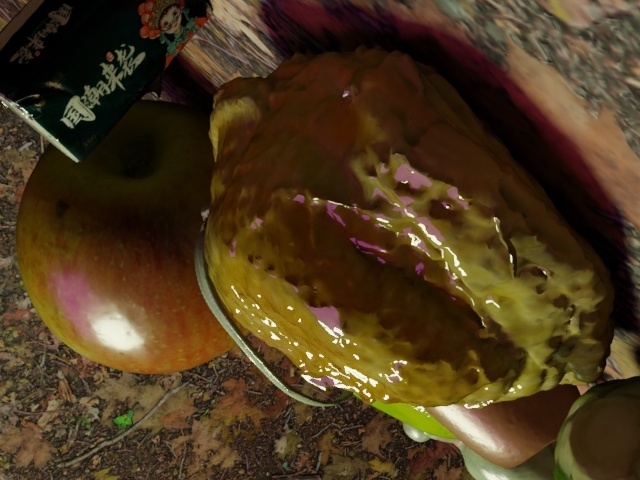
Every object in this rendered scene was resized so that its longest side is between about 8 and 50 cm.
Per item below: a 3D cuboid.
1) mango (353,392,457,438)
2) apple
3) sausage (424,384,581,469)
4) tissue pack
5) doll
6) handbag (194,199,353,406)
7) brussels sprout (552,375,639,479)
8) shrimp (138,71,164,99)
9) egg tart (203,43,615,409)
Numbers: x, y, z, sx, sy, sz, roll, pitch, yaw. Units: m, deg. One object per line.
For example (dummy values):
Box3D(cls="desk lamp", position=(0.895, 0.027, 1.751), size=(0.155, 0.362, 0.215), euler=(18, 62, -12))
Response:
Box3D(cls="mango", position=(0.085, 0.128, 1.124), size=(0.273, 0.149, 0.185), euler=(28, 158, 42))
Box3D(cls="apple", position=(-0.206, -0.011, 1.142), size=(0.339, 0.339, 0.339), euler=(41, 173, 6))
Box3D(cls="sausage", position=(0.100, 0.079, 0.858), size=(0.304, 0.121, 0.121), euler=(43, 173, 9))
Box3D(cls="tissue pack", position=(-0.175, -0.157, 0.714), size=(0.090, 0.170, 0.103), euler=(37, 173, 30))
Box3D(cls="doll", position=(0.218, 0.245, 1.164), size=(0.275, 0.155, 0.113), euler=(28, 125, 44))
Box3D(cls="handbag", position=(-0.027, 0.043, 0.946), size=(0.079, 0.219, 0.256), euler=(-21, 122, 44))
Box3D(cls="brussels sprout", position=(0.231, 0.171, 0.641), size=(0.183, 0.131, 0.145), euler=(39, 169, -14))
Box3D(cls="shrimp", position=(-0.242, -0.243, 1.054), size=(0.173, 0.058, 0.253), euler=(51, 169, -5))
Box3D(cls="egg tart", position=(0.042, 0.027, 0.636), size=(0.351, 0.153, 0.339), euler=(15, 153, 50))
